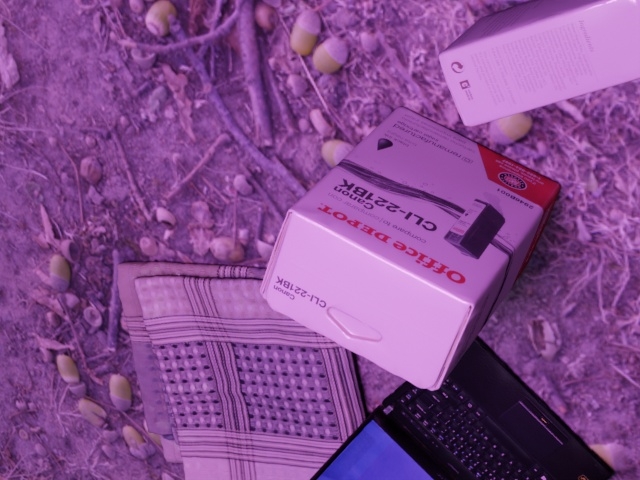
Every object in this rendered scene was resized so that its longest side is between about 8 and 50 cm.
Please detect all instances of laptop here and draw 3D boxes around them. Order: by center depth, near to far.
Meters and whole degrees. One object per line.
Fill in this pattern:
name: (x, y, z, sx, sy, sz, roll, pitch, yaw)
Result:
laptop: (0.149, 0.281, 1.568, 0.234, 0.136, 0.264, 44, 128, 0)

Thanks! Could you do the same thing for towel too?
towel: (-0.099, 0.176, 1.698, 0.324, 0.056, 0.312, 3, 117, 29)

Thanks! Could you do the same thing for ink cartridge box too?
ink cartridge box: (0.094, -0.001, 1.354, 0.197, 0.273, 0.114, 28, 126, 13)

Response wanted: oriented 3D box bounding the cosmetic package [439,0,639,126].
cosmetic package: (0.240, -0.187, 1.271, 0.231, 0.117, 0.085, -12, 110, 35)
